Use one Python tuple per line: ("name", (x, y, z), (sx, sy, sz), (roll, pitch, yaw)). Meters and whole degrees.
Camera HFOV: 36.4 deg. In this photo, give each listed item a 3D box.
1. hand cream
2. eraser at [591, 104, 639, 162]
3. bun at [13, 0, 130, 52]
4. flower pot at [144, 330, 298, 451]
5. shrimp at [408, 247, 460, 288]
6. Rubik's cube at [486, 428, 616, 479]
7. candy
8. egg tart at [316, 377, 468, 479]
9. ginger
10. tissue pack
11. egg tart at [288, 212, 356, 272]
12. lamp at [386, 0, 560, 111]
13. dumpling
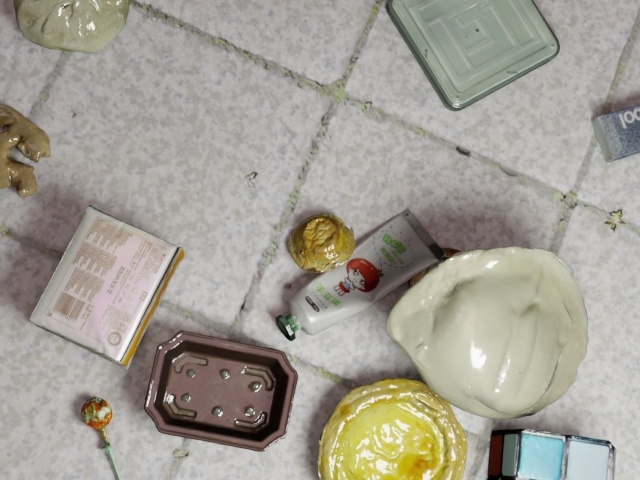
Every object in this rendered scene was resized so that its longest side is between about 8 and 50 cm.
("hand cream", (0.067, 0.071, 1.783), (0.336, 0.076, 0.121), (-33, 69, -16))
("eraser", (0.649, -0.225, 1.923), (0.212, 0.046, 0.092), (-16, 82, -10))
("bun", (-0.456, -0.458, 1.784), (0.231, 0.133, 0.231), (2, 77, -8))
("flower pot", (-0.174, 0.265, 1.706), (0.250, 0.084, 0.179), (12, 77, -6))
("shrimp", (0.251, 0.081, 1.824), (0.178, 0.034, 0.124), (25, 70, 0))
("Rubik's cube", (0.399, 0.429, 1.704), (0.183, 0.167, 0.180), (7, 77, -7))
("candy", (-0.369, 0.360, 1.690), (0.055, 0.049, 0.185), (-20, 88, 19))
("egg tart", (0.124, 0.379, 1.720), (0.278, 0.095, 0.279), (1, 85, -6))
("ginger", (-0.570, -0.118, 1.740), (0.149, 0.065, 0.259), (10, 76, -8))
("tissue pack", (-0.368, 0.083, 1.694), (0.184, 0.124, 0.225), (26, 77, -2))
("egg tart", (0.000, 0.000, 1.776), (0.128, 0.049, 0.129), (-5, 58, 7))
("lamp", (0.300, -0.420, 1.915), (0.266, 0.047, 0.269), (-30, 84, -10))
("dumpling", (0.323, 0.161, 1.689), (0.395, 0.233, 0.315), (35, 104, -23))
